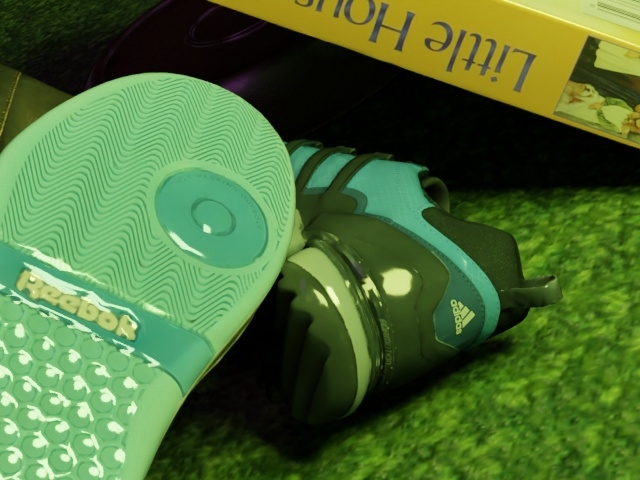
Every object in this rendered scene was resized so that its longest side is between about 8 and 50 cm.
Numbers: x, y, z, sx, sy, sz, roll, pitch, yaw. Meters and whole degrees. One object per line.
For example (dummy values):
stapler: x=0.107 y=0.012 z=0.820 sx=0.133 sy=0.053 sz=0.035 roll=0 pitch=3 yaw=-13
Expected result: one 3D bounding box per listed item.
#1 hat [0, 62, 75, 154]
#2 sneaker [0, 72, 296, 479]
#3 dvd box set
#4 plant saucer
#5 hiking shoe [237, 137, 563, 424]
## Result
hat: x=-0.154 y=0.001 z=0.795 sx=0.134 sy=0.331 sz=0.331 roll=8 pitch=29 yaw=-8
sneaker: x=-0.127 y=0.080 z=0.647 sx=0.208 sy=0.127 sz=0.319 roll=-54 pitch=6 yaw=49
dvd box set: x=0.033 y=-0.203 z=0.867 sx=0.420 sy=0.062 sz=0.307 roll=18 pitch=35 yaw=-2
plant saucer: x=-0.054 y=-0.151 z=1.134 sx=0.311 sy=0.050 sz=0.310 roll=-20 pitch=28 yaw=11
hiking shoe: x=0.000 y=0.000 z=0.802 sx=0.132 sy=0.113 sz=0.304 roll=-13 pitch=28 yaw=-17
